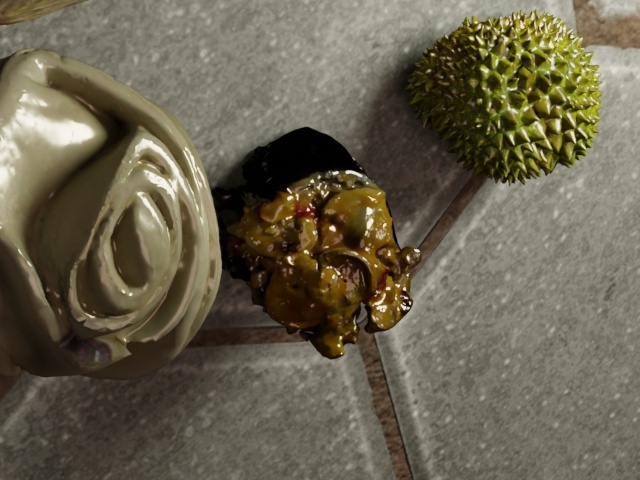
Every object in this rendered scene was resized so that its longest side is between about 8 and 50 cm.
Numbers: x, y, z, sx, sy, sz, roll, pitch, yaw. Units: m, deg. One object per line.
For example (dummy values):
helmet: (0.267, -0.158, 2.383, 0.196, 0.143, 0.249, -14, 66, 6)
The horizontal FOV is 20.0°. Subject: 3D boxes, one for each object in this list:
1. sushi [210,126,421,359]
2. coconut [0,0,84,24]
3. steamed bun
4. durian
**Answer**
sushi: (-0.005, 0.005, 2.033, 0.200, 0.204, 0.213, -40, 124, -3)
coconut: (-0.276, -0.320, 1.671, 0.259, 0.259, 0.259, -15, 121, -26)
steamed bun: (-0.252, -0.001, 1.841, 0.368, 0.255, 0.342, 13, 104, -38)
durian: (0.230, -0.165, 2.120, 0.237, 0.176, 0.200, 1, 134, -45)
